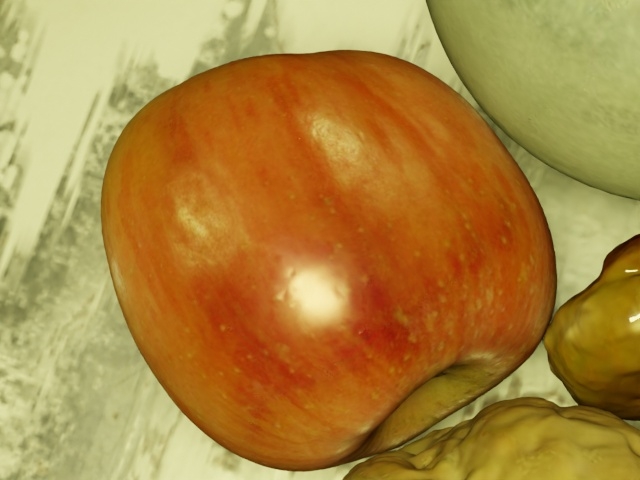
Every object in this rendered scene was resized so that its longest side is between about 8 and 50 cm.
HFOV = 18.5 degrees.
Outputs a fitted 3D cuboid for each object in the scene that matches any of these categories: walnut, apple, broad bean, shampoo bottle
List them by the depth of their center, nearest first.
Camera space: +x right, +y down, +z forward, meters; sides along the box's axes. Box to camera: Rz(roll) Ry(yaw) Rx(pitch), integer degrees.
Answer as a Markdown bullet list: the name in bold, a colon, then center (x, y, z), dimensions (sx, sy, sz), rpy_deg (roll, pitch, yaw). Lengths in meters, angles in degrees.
- **walnut**: center (0.112, 0.197, 1.045), dimensions (0.257, 0.257, 0.224), rpy_deg (32, 83, 17)
- **shampoo bottle**: center (0.210, -0.183, 1.085), dimensions (0.322, 0.317, 0.322), rpy_deg (-2, 78, 11)
- **broad bean**: center (0.238, 0.043, 1.097), dimensions (0.229, 0.156, 0.122), rpy_deg (-14, 78, -22)
- **apple**: center (0.000, 0.000, 1.127), dimensions (0.242, 0.242, 0.241), rpy_deg (-32, 72, 2)
